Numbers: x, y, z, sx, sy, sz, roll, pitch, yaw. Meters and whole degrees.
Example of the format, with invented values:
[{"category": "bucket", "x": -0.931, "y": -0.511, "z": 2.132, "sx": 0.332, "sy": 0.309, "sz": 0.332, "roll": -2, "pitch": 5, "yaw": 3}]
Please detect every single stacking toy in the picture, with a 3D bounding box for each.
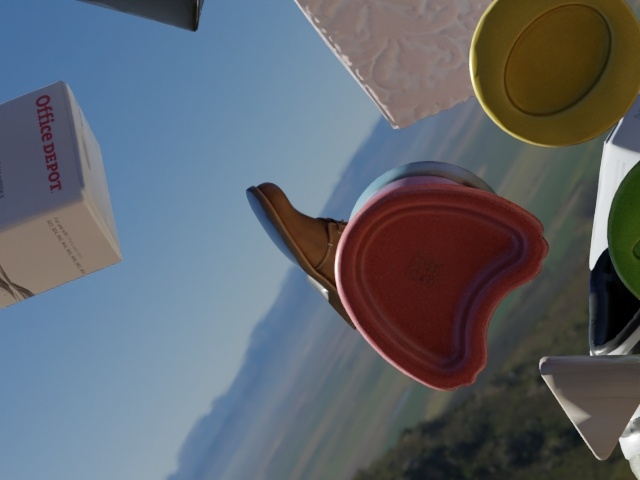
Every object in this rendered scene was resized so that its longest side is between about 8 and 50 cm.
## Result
[{"category": "stacking toy", "x": 0.181, "y": -0.019, "z": 1.022, "sx": 0.309, "sy": 0.279, "sz": 0.130, "roll": -53, "pitch": 2, "yaw": 16}]

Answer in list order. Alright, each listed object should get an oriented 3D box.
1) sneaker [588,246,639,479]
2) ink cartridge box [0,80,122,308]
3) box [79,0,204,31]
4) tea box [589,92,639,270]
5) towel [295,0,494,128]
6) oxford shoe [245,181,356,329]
[{"category": "sneaker", "x": 0.400, "y": 0.071, "z": 1.183, "sx": 0.447, "sy": 0.257, "sz": 0.169, "roll": -18, "pitch": -6, "yaw": -41}, {"category": "ink cartridge box", "x": -0.364, "y": -0.029, "z": 1.440, "sx": 0.115, "sy": 0.273, "sz": 0.198, "roll": 68, "pitch": -178, "yaw": -47}, {"category": "box", "x": -0.223, "y": -0.333, "z": 1.314, "sx": 0.103, "sy": 0.261, "sz": 0.184, "roll": 120, "pitch": 163, "yaw": -75}, {"category": "tea box", "x": 0.517, "y": -0.091, "z": 1.526, "sx": 0.329, "sy": 0.323, "sz": 0.220, "roll": -56, "pitch": -24, "yaw": -34}, {"category": "towel", "x": 0.156, "y": -0.326, "z": 1.827, "sx": 0.332, "sy": 0.317, "sz": 0.053, "roll": -22, "pitch": 36, "yaw": 28}, {"category": "oxford shoe", "x": 0.000, "y": 0.000, "z": 1.329, "sx": 0.076, "sy": 0.212, "sz": 0.076, "roll": -43, "pitch": 43, "yaw": -1}]
